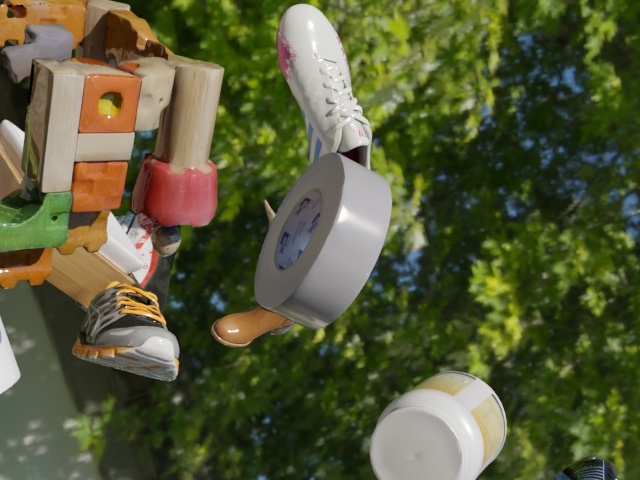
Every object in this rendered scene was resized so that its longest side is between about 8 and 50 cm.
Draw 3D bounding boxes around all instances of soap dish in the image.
[{"bbox_3d":[-0.405,-0.036,1.527,0.229,0.118,0.291,44,0,-43],"label":"soap dish"}]

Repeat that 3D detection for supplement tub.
[{"bbox_3d":[0.245,0.408,2.125,0.228,0.316,0.228,2,-86,23],"label":"supplement tub"}]

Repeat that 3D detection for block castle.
[{"bbox_3d":[-0.337,-0.102,0.953,0.303,0.453,0.213,37,-57,45],"label":"block castle"}]

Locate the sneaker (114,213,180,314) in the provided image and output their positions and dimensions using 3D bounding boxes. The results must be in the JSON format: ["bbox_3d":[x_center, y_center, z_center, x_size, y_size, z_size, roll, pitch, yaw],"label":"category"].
[{"bbox_3d":[-0.352,0.065,1.843,0.090,0.145,0.270,63,31,-51],"label":"sneaker"}]

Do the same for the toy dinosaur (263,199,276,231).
[{"bbox_3d":[-0.027,0.041,2.249,0.295,0.127,0.200,30,-38,-6],"label":"toy dinosaur"}]

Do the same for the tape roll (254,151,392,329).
[{"bbox_3d":[0.000,0.000,1.303,0.219,0.072,0.219,-50,-156,33],"label":"tape roll"}]

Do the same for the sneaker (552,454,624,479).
[{"bbox_3d":[0.444,0.396,1.622,0.081,0.090,0.232,55,-2,-8],"label":"sneaker"}]

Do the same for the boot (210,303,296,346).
[{"bbox_3d":[-0.109,0.135,2.009,0.152,0.197,0.073,-51,-121,43],"label":"boot"}]

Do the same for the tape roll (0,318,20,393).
[{"bbox_3d":[-0.519,0.170,1.241,0.286,0.286,0.100,1,-71,65],"label":"tape roll"}]

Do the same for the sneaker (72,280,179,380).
[{"bbox_3d":[-0.182,0.080,0.956,0.215,0.084,0.083,0,-110,63],"label":"sneaker"}]

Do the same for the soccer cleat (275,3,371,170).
[{"bbox_3d":[0.025,-0.215,1.636,0.143,0.116,0.331,23,-48,59],"label":"soccer cleat"}]
